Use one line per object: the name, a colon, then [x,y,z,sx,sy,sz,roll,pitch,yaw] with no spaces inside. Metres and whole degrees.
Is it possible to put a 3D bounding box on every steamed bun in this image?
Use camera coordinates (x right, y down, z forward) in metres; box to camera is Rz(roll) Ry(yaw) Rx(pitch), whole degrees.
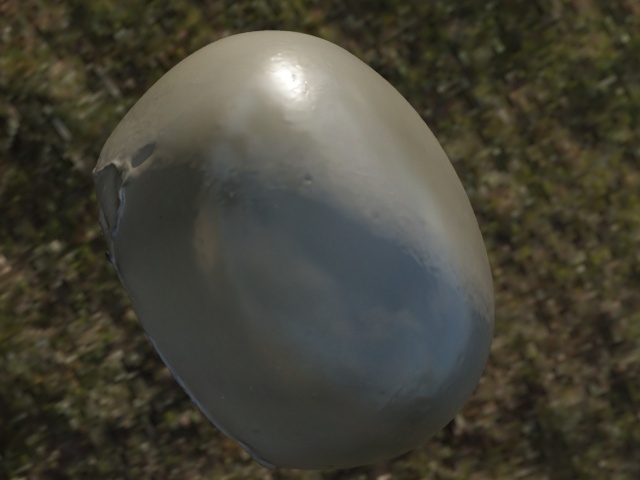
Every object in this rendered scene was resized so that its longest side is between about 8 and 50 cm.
steamed bun: [0.000,0.000,1.331,0.324,0.206,0.324,54,15,-22]
